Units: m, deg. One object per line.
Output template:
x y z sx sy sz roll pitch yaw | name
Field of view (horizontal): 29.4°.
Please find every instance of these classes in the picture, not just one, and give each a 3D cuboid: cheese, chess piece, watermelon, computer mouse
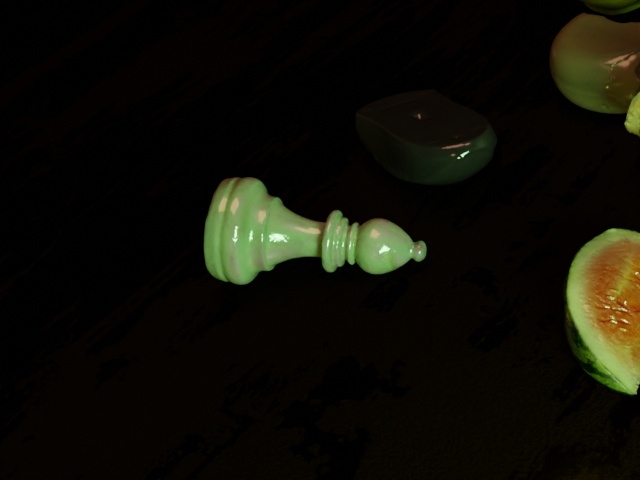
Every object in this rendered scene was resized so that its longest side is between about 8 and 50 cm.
0.408 -0.256 1.715 0.175 0.091 0.202 -27 36 -16 | cheese
0.000 0.000 1.539 0.272 0.139 0.139 7 41 13 | chess piece
0.327 0.067 1.348 0.119 0.063 0.245 12 42 16 | watermelon
0.148 -0.131 1.661 0.138 0.086 0.270 -18 26 -15 | computer mouse

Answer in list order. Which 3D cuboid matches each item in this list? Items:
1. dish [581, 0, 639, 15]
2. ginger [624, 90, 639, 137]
0.476 -0.426 1.900 0.262 0.108 0.221 -30 37 -19 | dish
0.547 -0.187 1.519 0.354 0.126 0.190 -10 54 -2 | ginger
